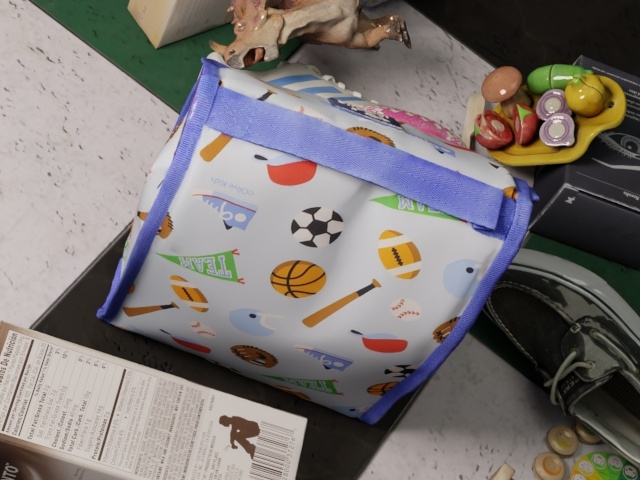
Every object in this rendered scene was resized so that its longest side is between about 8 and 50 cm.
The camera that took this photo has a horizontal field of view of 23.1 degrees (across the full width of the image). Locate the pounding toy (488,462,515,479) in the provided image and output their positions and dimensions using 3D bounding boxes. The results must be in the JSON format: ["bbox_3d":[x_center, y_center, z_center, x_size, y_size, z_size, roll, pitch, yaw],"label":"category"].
[{"bbox_3d":[0.111,0.313,1.501,0.155,0.154,0.269,38,54,4],"label":"pounding toy"}]

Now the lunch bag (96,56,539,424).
[{"bbox_3d":[-0.007,-0.015,1.498,0.328,0.385,0.238,19,66,-8],"label":"lunch bag"}]

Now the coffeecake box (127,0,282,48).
[{"bbox_3d":[-0.114,-0.313,1.804,0.185,0.142,0.068,-24,71,-31],"label":"coffeecake box"}]

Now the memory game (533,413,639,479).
[{"bbox_3d":[0.315,0.270,1.693,0.186,0.012,0.186,10,57,-16],"label":"memory game"}]

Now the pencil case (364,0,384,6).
[{"bbox_3d":[0.144,-0.374,1.961,0.273,0.124,0.113,-15,31,-29],"label":"pencil case"}]

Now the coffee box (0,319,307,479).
[{"bbox_3d":[-0.184,0.202,1.448,0.297,0.168,0.118,18,55,-9],"label":"coffee box"}]

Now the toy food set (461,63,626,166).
[{"bbox_3d":[0.240,-0.155,1.809,0.071,0.218,0.128,49,49,-41],"label":"toy food set"}]

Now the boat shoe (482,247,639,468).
[{"bbox_3d":[0.297,0.135,1.690,0.335,0.121,0.119,36,42,5],"label":"boat shoe"}]

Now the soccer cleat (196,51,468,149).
[{"bbox_3d":[0.015,-0.141,1.768,0.331,0.116,0.143,10,48,-18],"label":"soccer cleat"}]

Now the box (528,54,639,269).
[{"bbox_3d":[0.345,-0.093,1.868,0.153,0.108,0.207,20,55,-9],"label":"box"}]

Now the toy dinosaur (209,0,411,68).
[{"bbox_3d":[-0.011,-0.262,1.777,0.200,0.296,0.127,-11,91,11],"label":"toy dinosaur"}]
